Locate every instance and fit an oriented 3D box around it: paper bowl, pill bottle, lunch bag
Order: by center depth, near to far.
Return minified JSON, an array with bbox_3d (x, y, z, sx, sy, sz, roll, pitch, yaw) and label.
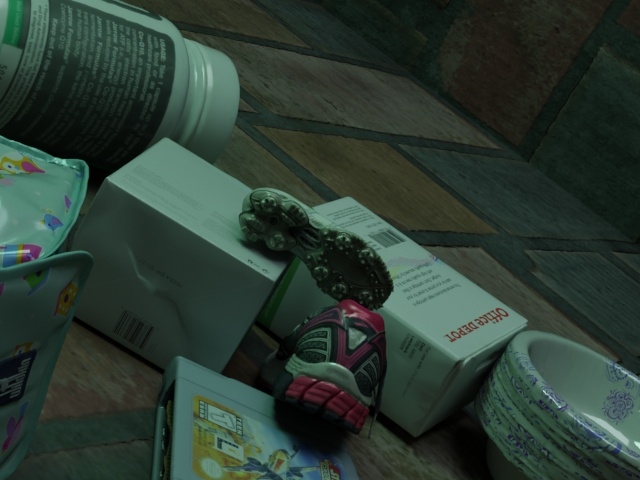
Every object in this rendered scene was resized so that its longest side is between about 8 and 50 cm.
[{"bbox_3d":[-0.272,0.060,1.119,0.160,0.223,0.262,18,21,-14],"label":"lunch bag"},{"bbox_3d":[0.299,0.238,1.661,0.284,0.148,0.284,27,19,-10],"label":"paper bowl"},{"bbox_3d":[-0.288,-0.198,1.796,0.361,0.204,0.204,16,24,-38],"label":"pill bottle"}]

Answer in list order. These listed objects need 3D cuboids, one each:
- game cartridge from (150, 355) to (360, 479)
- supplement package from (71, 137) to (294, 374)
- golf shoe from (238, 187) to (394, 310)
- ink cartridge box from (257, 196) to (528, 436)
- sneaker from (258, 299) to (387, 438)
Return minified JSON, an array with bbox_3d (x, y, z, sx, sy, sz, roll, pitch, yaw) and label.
[{"bbox_3d":[-0.053,0.218,1.321,0.198,0.062,0.297,22,20,-13],"label":"game cartridge"},{"bbox_3d":[-0.142,0.021,1.538,0.194,0.149,0.203,32,18,1],"label":"supplement package"},{"bbox_3d":[0.000,0.000,1.493,0.176,0.069,0.086,38,12,-11],"label":"golf shoe"},{"bbox_3d":[0.070,0.081,1.716,0.278,0.117,0.201,35,25,20],"label":"ink cartridge box"},{"bbox_3d":[0.017,0.122,1.498,0.121,0.112,0.299,26,-5,-6],"label":"sneaker"}]
